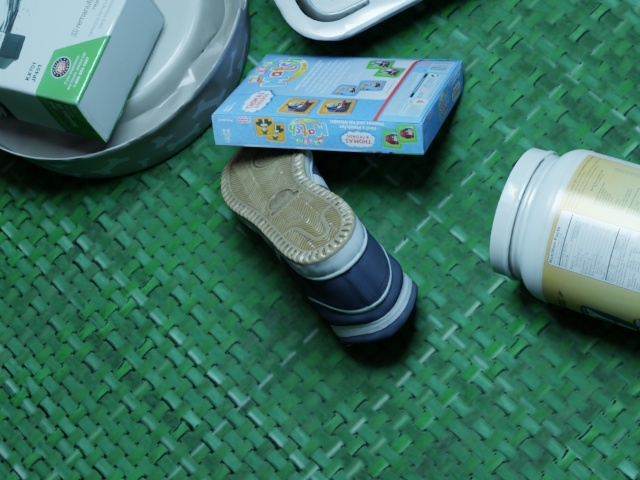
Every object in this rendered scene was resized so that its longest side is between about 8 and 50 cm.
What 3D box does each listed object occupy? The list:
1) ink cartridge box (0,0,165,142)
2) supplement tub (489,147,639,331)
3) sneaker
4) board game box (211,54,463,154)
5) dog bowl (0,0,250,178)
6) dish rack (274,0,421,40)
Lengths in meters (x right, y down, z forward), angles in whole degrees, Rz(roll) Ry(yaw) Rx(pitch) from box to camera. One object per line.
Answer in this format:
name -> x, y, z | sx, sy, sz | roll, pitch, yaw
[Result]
ink cartridge box -> -0.286, -0.201, 1.678 | 0.208, 0.087, 0.153 | 14, 71, 23
supplement tub -> 0.268, 0.001, 1.503 | 0.199, 0.144, 0.144 | 18, 73, 24
sneaker -> 0.000, 0.000, 1.624 | 0.099, 0.153, 0.282 | -39, 32, 1
board game box -> 0.020, -0.137, 1.650 | 0.211, 0.039, 0.160 | 5, 29, 18
dog bowl -> -0.233, -0.223, 1.778 | 0.348, 0.102, 0.349 | -6, 65, 14
dish rack -> 0.043, -0.375, 1.752 | 0.285, 0.072, 0.333 | -28, 69, -1
